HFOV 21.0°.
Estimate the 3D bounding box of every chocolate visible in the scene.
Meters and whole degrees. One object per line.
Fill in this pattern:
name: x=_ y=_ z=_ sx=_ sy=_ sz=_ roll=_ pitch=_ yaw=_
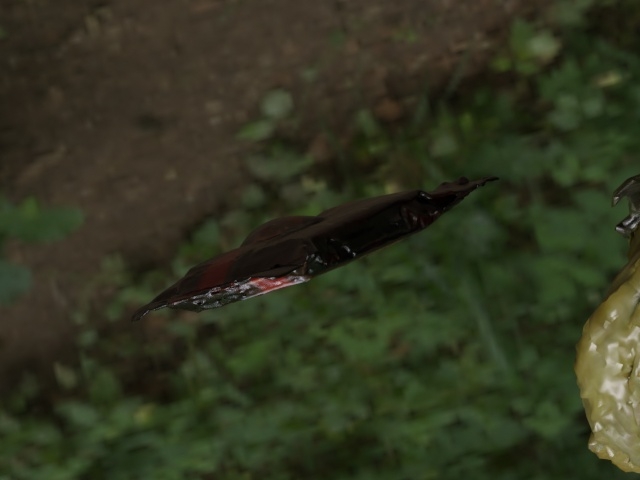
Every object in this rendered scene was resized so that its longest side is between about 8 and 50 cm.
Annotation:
chocolate: x=0.000 y=0.000 z=0.718 sx=0.086 sy=0.028 sz=0.182 roll=-17 pitch=-179 yaw=39

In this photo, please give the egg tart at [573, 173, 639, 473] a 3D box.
egg tart: x=0.230 y=0.006 z=0.799 sx=0.291 sy=0.107 sz=0.291 roll=-14 pitch=141 yaw=-11
